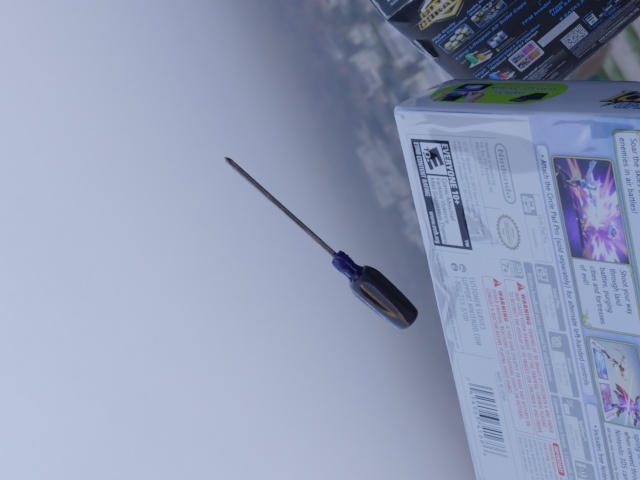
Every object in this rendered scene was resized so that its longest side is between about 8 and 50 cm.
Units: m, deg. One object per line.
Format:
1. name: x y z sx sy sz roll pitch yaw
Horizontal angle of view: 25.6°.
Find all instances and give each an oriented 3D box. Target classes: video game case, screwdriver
1. video game case: 0.172 0.047 0.771 0.061 0.244 0.270 -29 -66 -36
2. screwdriver: 0.000 0.000 0.935 0.170 0.024 0.025 43 -164 -9

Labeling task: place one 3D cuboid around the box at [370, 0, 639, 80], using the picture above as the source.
1. box: 0.151 -0.184 0.863 0.175 0.220 0.051 28 -154 -53
